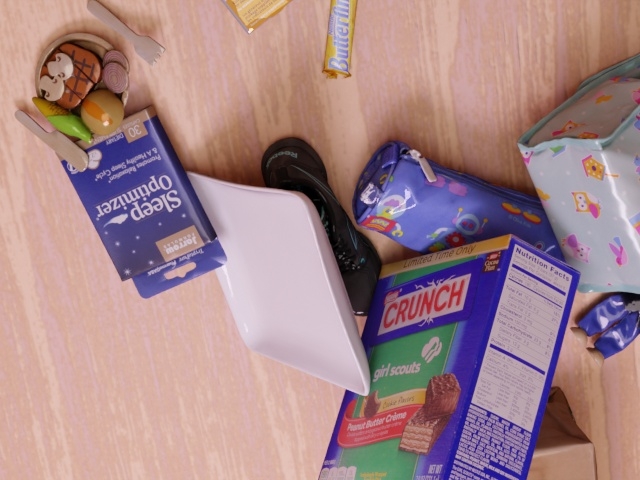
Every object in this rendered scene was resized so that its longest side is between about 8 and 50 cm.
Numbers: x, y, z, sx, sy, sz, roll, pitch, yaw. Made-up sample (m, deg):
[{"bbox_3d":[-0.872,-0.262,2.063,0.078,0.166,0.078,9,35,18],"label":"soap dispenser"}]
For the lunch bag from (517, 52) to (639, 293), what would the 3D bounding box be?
[{"bbox_3d":[0.389,-0.092,1.568,0.160,0.262,0.223,-2,122,49],"label":"lunch bag"}]

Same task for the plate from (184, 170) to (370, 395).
[{"bbox_3d":[-0.049,0.041,1.614,0.045,0.278,0.277,-33,116,-28],"label":"plate"}]

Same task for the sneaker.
[{"bbox_3d":[0.000,0.000,1.652,0.101,0.106,0.267,-28,112,10],"label":"sneaker"}]

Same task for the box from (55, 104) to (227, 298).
[{"bbox_3d":[-0.224,-0.042,1.640,0.136,0.036,0.225,-24,101,15],"label":"box"}]

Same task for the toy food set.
[{"bbox_3d":[-0.291,-0.190,1.579,0.132,0.038,0.192,37,105,3],"label":"toy food set"}]

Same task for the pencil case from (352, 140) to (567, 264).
[{"bbox_3d":[0.190,-0.029,1.629,0.306,0.119,0.133,21,137,-11],"label":"pencil case"}]

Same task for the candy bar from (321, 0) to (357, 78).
[{"bbox_3d":[0.027,-0.274,1.578,0.040,0.018,0.161,5,113,-2],"label":"candy bar"}]

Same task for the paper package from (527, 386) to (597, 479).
[{"bbox_3d":[0.224,0.399,1.777,0.309,0.168,0.325,-10,111,-3],"label":"paper package"}]

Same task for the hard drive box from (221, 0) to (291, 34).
[{"bbox_3d":[-0.084,-0.387,1.483,0.181,0.089,0.232,-37,105,14],"label":"hard drive box"}]

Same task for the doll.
[{"bbox_3d":[0.432,0.091,1.725,0.189,0.046,0.129,-38,99,8],"label":"doll"}]

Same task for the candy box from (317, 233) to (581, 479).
[{"bbox_3d":[0.148,0.170,1.544,0.122,0.268,0.317,30,66,-24],"label":"candy box"}]
